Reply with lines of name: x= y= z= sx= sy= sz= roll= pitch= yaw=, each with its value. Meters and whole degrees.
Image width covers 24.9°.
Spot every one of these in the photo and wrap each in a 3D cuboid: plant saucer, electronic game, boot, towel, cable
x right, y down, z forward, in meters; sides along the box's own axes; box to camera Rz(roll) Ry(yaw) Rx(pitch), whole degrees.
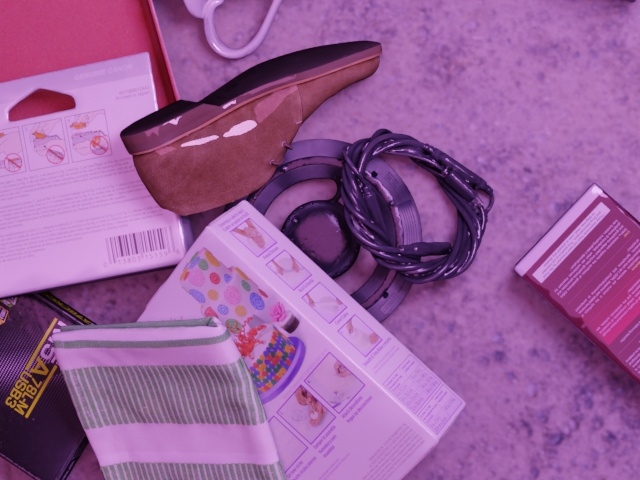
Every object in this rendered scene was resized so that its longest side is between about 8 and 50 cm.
plant saucer: x=-0.304 y=-0.228 z=1.650 sx=0.258 sy=0.048 sz=0.259 roll=-13 pitch=101 yaw=10
electronic game: x=0.000 y=0.000 z=1.626 sx=0.229 sy=0.048 sz=0.229 roll=0 pitch=89 yaw=3
boot: x=-0.060 y=-0.129 z=1.588 sx=0.305 sy=0.112 sz=0.115 roll=-26 pitch=107 yaw=-11
towel: x=-0.154 y=0.238 z=1.593 sx=0.248 sy=0.038 sz=0.325 roll=-6 pitch=109 yaw=30
cable: x=0.094 y=-0.039 z=1.584 sx=0.184 sy=0.047 sz=0.150 roll=33 pitch=73 yaw=-8

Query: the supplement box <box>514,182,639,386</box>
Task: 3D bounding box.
supplement box: x=0.340 y=0.064 z=1.560 sx=0.239 sy=0.073 sz=0.130 roll=44 pitch=99 yaw=6

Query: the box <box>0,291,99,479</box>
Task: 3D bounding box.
box: x=-0.335 y=0.164 z=1.693 sx=0.184 sy=0.045 sz=0.191 roll=33 pitch=97 yaw=10

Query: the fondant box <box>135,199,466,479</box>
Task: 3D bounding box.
fondant box: x=-0.041 y=0.154 z=1.574 sx=0.330 sy=0.096 sz=0.238 roll=42 pitch=124 yaw=4

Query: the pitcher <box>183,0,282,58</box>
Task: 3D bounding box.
pitcher: x=-0.067 y=-0.310 z=1.598 sx=0.207 sy=0.125 sz=0.178 roll=-23 pitch=109 yaw=20

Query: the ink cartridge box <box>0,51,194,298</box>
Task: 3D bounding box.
ink cartridge box: x=-0.295 y=-0.067 z=1.639 sx=0.275 sy=0.060 sz=0.239 roll=-10 pitch=86 yaw=8
